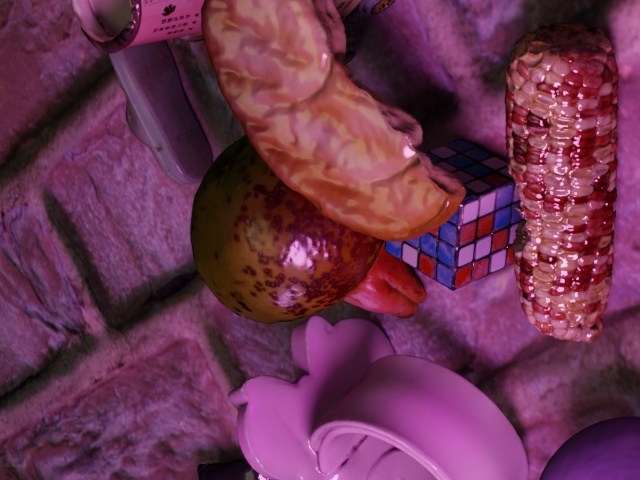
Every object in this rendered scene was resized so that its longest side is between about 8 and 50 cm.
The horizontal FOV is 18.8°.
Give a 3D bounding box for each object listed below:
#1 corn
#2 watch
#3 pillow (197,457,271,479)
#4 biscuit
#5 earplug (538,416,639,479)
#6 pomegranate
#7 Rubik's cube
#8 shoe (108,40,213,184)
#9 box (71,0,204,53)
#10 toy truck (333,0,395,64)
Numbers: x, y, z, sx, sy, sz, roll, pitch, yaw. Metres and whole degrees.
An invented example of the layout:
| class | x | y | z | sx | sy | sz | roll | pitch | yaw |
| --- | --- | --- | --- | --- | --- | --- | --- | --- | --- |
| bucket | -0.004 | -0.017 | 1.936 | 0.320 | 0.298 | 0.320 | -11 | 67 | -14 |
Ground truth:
| class | x | y | z | sx | sy | sz | roll | pitch | yaw |
| --- | --- | --- | --- | --- | --- | --- | --- | --- | --- |
| corn | 0.203 | -0.042 | 1.627 | 0.098 | 0.098 | 0.289 | 26 | 128 | 43 |
| watch | 0.076 | 0.187 | 1.847 | 0.217 | 0.211 | 0.248 | -14 | 115 | 50 |
| pillow | -0.073 | 0.348 | 2.222 | 0.141 | 0.055 | 0.208 | -17 | 95 | 46 |
| biscuit | -0.001 | -0.118 | 1.704 | 0.154 | 0.045 | 0.299 | -38 | 80 | 36 |
| earplug | 0.351 | 0.298 | 1.530 | 0.456 | 0.215 | 0.215 | 38 | 135 | 39 |
| pomegranate | 0.000 | 0.000 | 1.849 | 0.248 | 0.214 | 0.214 | 37 | 146 | -14 |
| Rubik's cube | 0.122 | -0.025 | 1.738 | 0.092 | 0.092 | 0.092 | 30 | 130 | 39 |
| shoe | -0.187 | -0.143 | 2.084 | 0.078 | 0.079 | 0.195 | -28 | 90 | 40 |
| box | -0.175 | -0.265 | 1.961 | 0.151 | 0.135 | 0.151 | 26 | 127 | 41 |
| toy truck | -0.005 | -0.223 | 1.779 | 0.085 | 0.116 | 0.191 | 59 | 143 | 15 |
